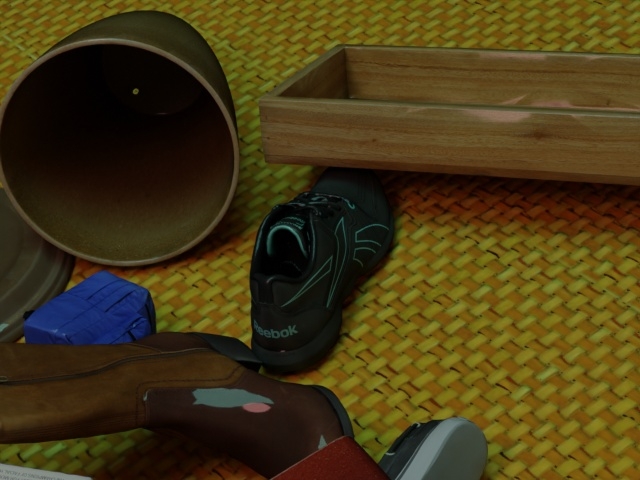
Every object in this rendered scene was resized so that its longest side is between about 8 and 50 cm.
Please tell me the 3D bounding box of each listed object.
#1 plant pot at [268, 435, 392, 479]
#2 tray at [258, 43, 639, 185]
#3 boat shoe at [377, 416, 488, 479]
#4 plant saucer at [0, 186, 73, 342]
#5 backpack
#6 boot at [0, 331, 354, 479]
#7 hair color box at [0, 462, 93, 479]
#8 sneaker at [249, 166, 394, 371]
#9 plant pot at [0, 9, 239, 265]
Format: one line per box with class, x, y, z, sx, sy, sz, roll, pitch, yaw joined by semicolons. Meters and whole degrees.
plant pot;-0.004;0.338;1.240;0.267;0.267;0.235;-27;47;-35
tray;0.170;-0.124;1.852;0.410;0.076;0.203;4;22;23
boat shoe;0.046;0.224;1.528;0.076;0.080;0.228;0;42;45
plant saucer;-0.386;0.031;1.922;0.277;0.041;0.278;-10;39;8
backpack;-0.198;0.093;1.745;0.101;0.098;0.120;21;38;25
boot;-0.139;0.138;1.557;0.280;0.096;0.264;3;25;-37
hair color box;-0.269;0.304;1.244;0.185;0.110;0.339;9;46;2
sneaker;0.000;0.000;1.781;0.101;0.106;0.267;-1;40;20
plant pot;-0.185;-0.134;1.935;0.237;0.237;0.254;-8;24;9
